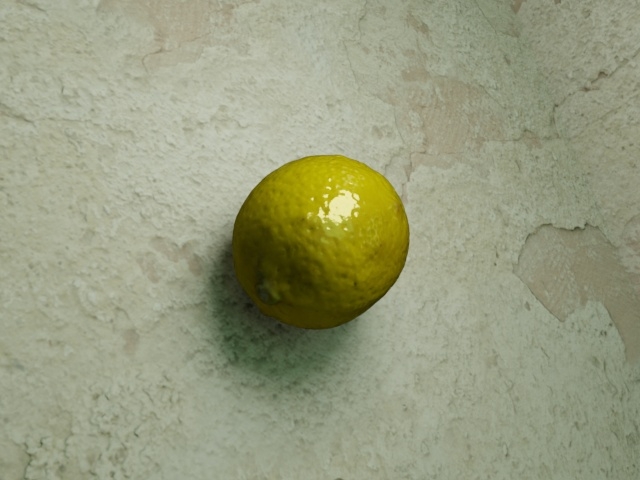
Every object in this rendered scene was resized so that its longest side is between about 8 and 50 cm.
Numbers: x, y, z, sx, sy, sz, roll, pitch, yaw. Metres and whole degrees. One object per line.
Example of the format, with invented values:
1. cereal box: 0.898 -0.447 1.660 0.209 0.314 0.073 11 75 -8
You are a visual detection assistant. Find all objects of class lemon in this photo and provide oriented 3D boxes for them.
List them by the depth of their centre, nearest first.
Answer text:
1. lemon: 0.001 -0.001 1.243 0.336 0.336 0.336 15 59 -28
